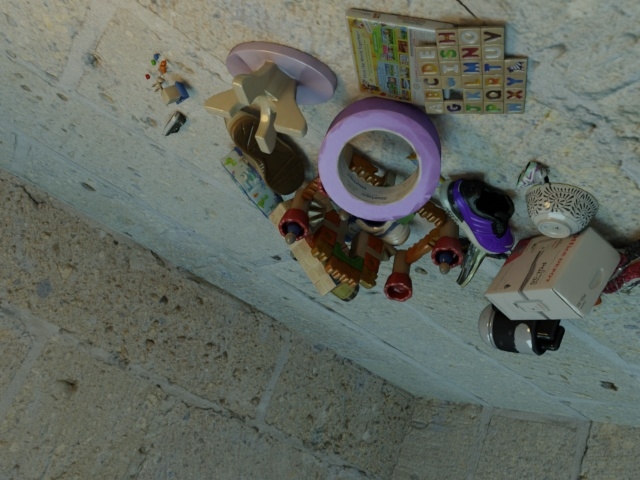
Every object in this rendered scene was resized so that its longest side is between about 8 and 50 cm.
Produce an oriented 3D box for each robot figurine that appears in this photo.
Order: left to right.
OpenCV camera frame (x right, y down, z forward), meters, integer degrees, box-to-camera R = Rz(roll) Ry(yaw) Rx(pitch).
[{"bbox_3d":[0.683,0.298,2.044,0.278,0.209,0.173,1,-173,43],"label":"robot figurine"}]

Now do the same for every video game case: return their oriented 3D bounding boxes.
[{"bbox_3d":[0.162,-0.358,1.194,0.206,0.026,0.227,16,159,18],"label":"video game case"}]

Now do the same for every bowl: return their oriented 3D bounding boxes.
[{"bbox_3d":[0.567,-0.058,1.424,0.170,0.080,0.170,20,158,8],"label":"bowl"}]

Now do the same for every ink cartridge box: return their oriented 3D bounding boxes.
[{"bbox_3d":[0.586,0.090,1.528,0.117,0.207,0.283,41,162,-8],"label":"ink cartridge box"}]

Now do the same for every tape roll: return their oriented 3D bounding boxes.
[{"bbox_3d":[0.136,-0.183,1.360,0.274,0.090,0.275,6,125,8],"label":"tape roll"}]

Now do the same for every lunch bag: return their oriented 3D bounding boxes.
[{"bbox_3d":[-0.207,-0.179,1.839,0.176,0.090,0.219,49,178,42],"label":"lunch bag"}]

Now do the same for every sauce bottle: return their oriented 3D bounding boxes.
[{"bbox_3d":[0.019,0.124,2.382,0.111,0.111,0.344,0,149,46],"label":"sauce bottle"}]

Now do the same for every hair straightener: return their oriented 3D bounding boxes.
[{"bbox_3d":[0.465,0.024,1.768,0.230,0.047,0.089,18,159,13],"label":"hair straightener"}]

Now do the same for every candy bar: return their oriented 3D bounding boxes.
[{"bbox_3d":[0.278,-0.174,1.526,0.161,0.018,0.040,37,155,-34],"label":"candy bar"}]

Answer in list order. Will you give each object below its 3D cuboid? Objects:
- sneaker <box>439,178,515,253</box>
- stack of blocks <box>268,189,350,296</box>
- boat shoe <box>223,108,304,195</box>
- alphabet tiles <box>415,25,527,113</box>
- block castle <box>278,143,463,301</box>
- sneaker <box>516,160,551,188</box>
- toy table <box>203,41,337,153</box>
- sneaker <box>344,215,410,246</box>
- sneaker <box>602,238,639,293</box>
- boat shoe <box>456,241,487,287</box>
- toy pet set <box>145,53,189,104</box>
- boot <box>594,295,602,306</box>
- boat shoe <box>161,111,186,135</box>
[{"bbox_3d":[0.441,-0.056,1.525,0.293,0.102,0.146,37,154,-32],"label":"sneaker"},{"bbox_3d":[0.000,0.000,1.812,0.297,0.171,0.087,56,139,9],"label":"stack of blocks"},{"bbox_3d":[-0.152,-0.255,1.673,0.110,0.121,0.341,52,180,39],"label":"boat shoe"},{"bbox_3d":[0.289,-0.317,1.135,0.198,0.009,0.237,5,156,19],"label":"alphabet tiles"},{"bbox_3d":[0.135,-0.022,1.639,0.453,0.213,0.303,31,136,-16],"label":"block castle"},{"bbox_3d":[0.493,-0.138,1.364,0.069,0.038,0.098,21,159,7],"label":"sneaker"},{"bbox_3d":[-0.119,-0.332,1.358,0.274,0.161,0.252,12,156,29],"label":"toy table"},{"bbox_3d":[0.131,-0.059,1.859,0.296,0.112,0.131,-2,141,31],"label":"sneaker"},{"bbox_3d":[0.781,0.064,1.461,0.112,0.121,0.299,-4,171,-11],"label":"sneaker"},{"bbox_3d":[0.437,0.041,1.728,0.073,0.080,0.224,27,133,11],"label":"boat shoe"},{"bbox_3d":[-0.401,-0.428,1.588,0.114,0.065,0.122,62,149,-2],"label":"toy pet set"},{"bbox_3d":[0.771,0.174,1.810,0.158,0.059,0.084,-2,153,46],"label":"boot"},{"bbox_3d":[-0.447,-0.346,1.814,0.040,0.049,0.142,30,156,-20],"label":"boat shoe"}]
